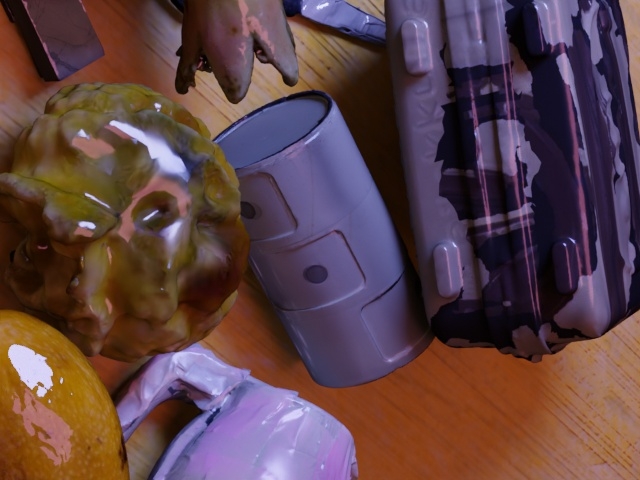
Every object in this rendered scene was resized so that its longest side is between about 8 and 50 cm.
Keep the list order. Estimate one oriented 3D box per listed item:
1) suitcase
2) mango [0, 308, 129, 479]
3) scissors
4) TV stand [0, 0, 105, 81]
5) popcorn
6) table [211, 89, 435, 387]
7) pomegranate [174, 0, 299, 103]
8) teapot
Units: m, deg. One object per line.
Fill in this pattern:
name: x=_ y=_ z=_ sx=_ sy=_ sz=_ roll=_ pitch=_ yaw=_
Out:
suitcase: x=0.179 y=-0.079 z=1.511 sx=0.339 sy=0.194 sz=0.351 roll=-15 pitch=98 yaw=-68
mango: x=-0.220 y=0.189 z=1.255 sx=0.120 sy=0.177 sz=0.294 roll=-67 pitch=148 yaw=-67
scissors: x=-0.009 y=-0.204 z=1.483 sx=0.300 sy=0.022 sz=0.109 roll=19 pitch=85 yaw=-37
TV stand: x=-0.238 y=-0.244 z=1.293 sx=0.049 sy=0.040 sz=0.256 roll=-36 pitch=114 yaw=-31
popcorn: x=-0.154 y=-0.012 z=1.298 sx=0.189 sy=0.169 sz=0.218 roll=-35 pitch=103 yaw=-37
table: x=0.000 y=0.000 z=1.439 sx=0.126 sy=0.126 sz=0.220 roll=-41 pitch=117 yaw=-28
pomegranate: x=-0.105 y=-0.266 z=1.306 sx=0.231 sy=0.231 sz=0.286 roll=-43 pitch=145 yaw=-27
teapot: x=-0.078 y=0.197 z=1.403 sx=0.163 sy=0.222 sz=0.178 roll=83 pitch=29 yaw=-60
